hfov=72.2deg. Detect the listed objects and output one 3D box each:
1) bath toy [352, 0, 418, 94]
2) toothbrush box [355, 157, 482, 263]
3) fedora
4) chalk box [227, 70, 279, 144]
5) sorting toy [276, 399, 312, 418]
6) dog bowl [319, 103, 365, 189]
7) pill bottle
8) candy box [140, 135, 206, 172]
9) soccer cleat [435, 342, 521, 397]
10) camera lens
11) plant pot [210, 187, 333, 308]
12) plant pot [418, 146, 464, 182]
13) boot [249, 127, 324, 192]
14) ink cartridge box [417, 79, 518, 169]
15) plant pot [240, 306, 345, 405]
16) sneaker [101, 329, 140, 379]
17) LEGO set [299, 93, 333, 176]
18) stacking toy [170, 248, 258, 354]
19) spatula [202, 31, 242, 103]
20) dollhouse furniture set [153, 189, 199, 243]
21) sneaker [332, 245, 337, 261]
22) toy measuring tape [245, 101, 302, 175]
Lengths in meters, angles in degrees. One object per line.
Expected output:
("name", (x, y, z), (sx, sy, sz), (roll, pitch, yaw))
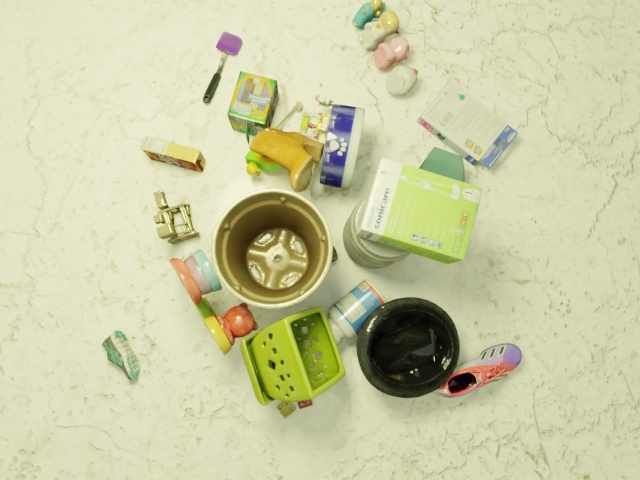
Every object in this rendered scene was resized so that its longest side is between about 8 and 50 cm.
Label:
("bath toy", (0.254, -0.688, 1.578), (0.129, 0.151, 0.348), (-19, 81, -41))
("toothbrush box", (0.264, -0.076, 1.201), (0.283, 0.122, 0.206), (17, 81, -1))
("fedora", (0.262, 0.331, 1.395), (0.334, 0.152, 0.334), (1, 83, -11))
("chalk box", (-0.234, -0.440, 1.505), (0.132, 0.132, 0.213), (15, 79, -1))
("sorting toy", (-0.113, 0.432, 1.419), (0.132, 0.046, 0.274), (-13, 82, -5))
("dog bowl", (0.069, -0.305, 1.433), (0.104, 0.265, 0.264), (11, 81, 1))
("pill bottle", (0.103, 0.239, 1.421), (0.221, 0.124, 0.124), (-39, 85, -7))
("candy box", (-0.492, -0.289, 1.480), (0.187, 0.109, 0.053), (16, 80, 0))
("soccer cleat", (0.521, 0.426, 1.417), (0.318, 0.116, 0.108), (-20, 83, -6))
("camera lens", (0.189, -0.028, 1.390), (0.219, 0.274, 0.219), (0, 81, -3))
("plant pot", (-0.137, 0.041, 1.347), (0.334, 0.305, 0.333), (0, 81, -2))
("plant pot", (0.389, -0.181, 1.487), (0.166, 0.165, 0.234), (21, 73, 1))
("boot", (-0.120, -0.252, 1.332), (0.211, 0.104, 0.295), (15, 37, 6))
("ink cartridge box", (0.526, -0.407, 1.575), (0.311, 0.065, 0.186), (39, 81, 6))
("plant pot", (-0.089, 0.343, 1.288), (0.207, 0.227, 0.228), (-25, 80, 25))
("sneaker", (-0.639, 0.374, 1.402), (0.076, 0.065, 0.166), (-31, 80, 9))
("LEGO set", (-0.036, -0.355, 1.513), (0.107, 0.132, 0.287), (15, 87, 8))
("stacking toy", (-0.324, 0.157, 1.327), (0.130, 0.279, 0.309), (-29, 107, -18))
("spatula", (-0.361, -0.621, 1.578), (0.084, 0.030, 0.296), (18, 80, -2))
("dollhouse furniture set", (-0.479, -0.098, 1.424), (0.101, 0.161, 0.181), (-19, 84, -6))
("sneaker", (0.000, 0.000, 1.477), (0.063, 0.075, 0.170), (-32, 84, -7))
("toy measuring tape", (-0.132, -0.339, 1.512), (0.121, 0.121, 0.330), (37, 72, 3))
